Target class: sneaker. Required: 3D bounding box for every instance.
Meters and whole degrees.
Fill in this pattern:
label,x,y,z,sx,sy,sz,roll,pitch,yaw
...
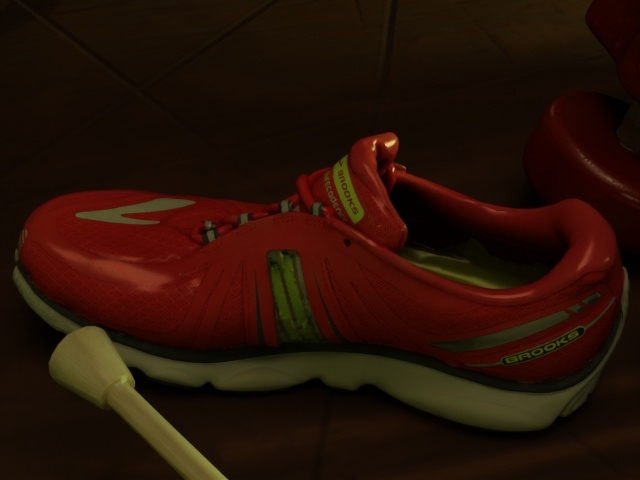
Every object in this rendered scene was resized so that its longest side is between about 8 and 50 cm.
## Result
label,x,y,z,sx,sy,sz,roll,pitch,yaw
sneaker,0.000,0.000,0.666,0.279,0.118,0.107,7,42,3

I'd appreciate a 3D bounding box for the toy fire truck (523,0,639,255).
label,x,y,z,sx,sy,sz,roll,pitch,yaw
toy fire truck,0.269,-0.041,0.720,0.254,0.169,0.302,0,41,-33

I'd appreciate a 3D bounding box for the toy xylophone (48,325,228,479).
label,x,y,z,sx,sy,sz,roll,pitch,yaw
toy xylophone,-0.117,0.158,0.512,0.236,0.081,0.322,-24,50,-27
